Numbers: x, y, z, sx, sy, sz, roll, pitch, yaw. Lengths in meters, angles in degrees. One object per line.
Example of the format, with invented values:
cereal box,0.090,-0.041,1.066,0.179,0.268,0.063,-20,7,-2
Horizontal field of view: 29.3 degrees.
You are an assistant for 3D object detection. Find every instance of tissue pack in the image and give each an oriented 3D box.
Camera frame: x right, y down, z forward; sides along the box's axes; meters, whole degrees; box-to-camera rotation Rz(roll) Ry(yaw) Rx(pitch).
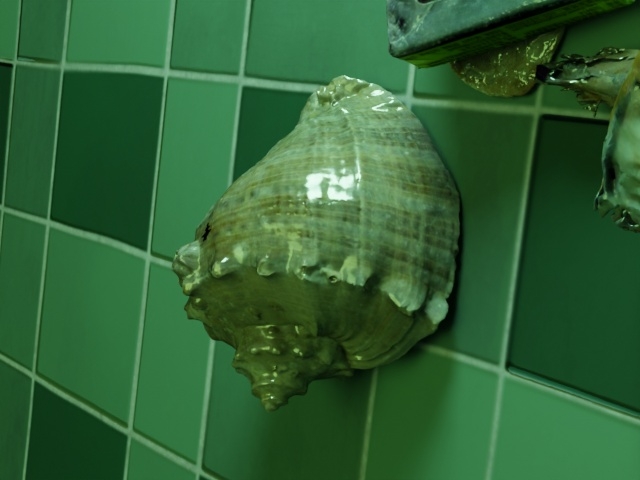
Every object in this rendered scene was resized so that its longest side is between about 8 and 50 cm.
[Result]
tissue pack,0.166,-0.264,1.100,0.235,0.073,0.173,-10,73,41

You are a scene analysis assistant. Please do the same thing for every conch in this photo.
conch,-0.011,0.001,1.255,0.297,0.210,0.352,2,92,37

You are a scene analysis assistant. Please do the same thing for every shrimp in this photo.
shrimp,0.262,-0.086,1.016,0.219,0.046,0.152,22,101,40
shrimp,0.290,-0.107,0.853,0.287,0.068,0.185,169,105,-69

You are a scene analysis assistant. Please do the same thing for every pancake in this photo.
pancake,0.172,-0.206,1.160,0.151,0.025,0.152,-3,85,47
